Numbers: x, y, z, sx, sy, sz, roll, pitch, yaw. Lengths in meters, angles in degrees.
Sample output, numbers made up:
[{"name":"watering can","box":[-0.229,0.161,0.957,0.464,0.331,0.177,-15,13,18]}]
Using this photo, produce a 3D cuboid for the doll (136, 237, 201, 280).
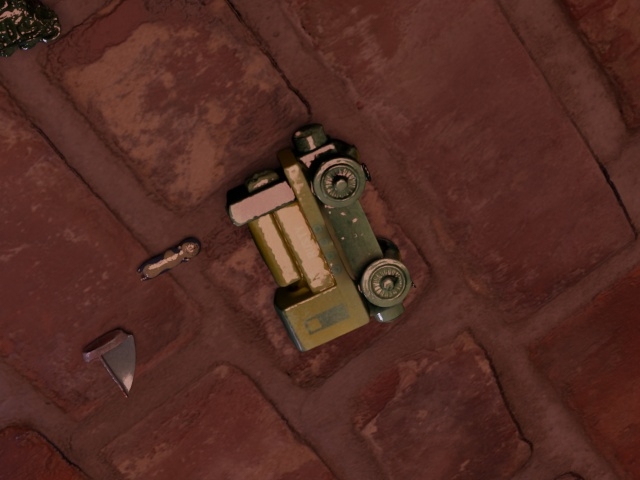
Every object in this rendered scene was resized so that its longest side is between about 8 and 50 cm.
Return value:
[{"name":"doll","box":[-0.268,0.034,1.835,0.125,0.027,0.037,-30,117,-4]}]

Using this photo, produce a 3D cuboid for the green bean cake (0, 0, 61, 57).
[{"name":"green bean cake","box":[-0.523,-0.383,1.601,0.193,0.107,0.208,-20,117,-7]}]

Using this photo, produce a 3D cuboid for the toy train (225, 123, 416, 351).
[{"name":"toy train","box":[0.000,0.000,1.828,0.253,0.160,0.397,-24,110,2]}]

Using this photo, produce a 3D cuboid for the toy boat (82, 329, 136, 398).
[{"name":"toy boat","box":[-0.362,0.223,1.870,0.096,0.034,0.122,-31,119,-4]}]
